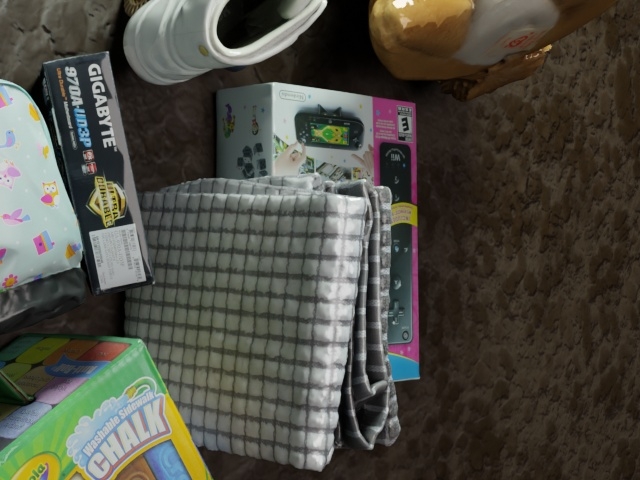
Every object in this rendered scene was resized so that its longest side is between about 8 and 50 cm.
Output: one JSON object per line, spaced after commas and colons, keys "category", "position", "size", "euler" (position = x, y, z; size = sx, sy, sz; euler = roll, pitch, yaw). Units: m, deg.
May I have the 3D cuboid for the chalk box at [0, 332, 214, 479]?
{"category": "chalk box", "position": [-0.219, 0.186, 0.903], "size": [0.179, 0.180, 0.289], "euler": [-39, 117, -38]}

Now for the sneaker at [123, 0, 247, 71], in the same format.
{"category": "sneaker", "position": [-0.073, -0.303, 1.116], "size": [0.153, 0.099, 0.282], "euler": [31, 74, -35]}

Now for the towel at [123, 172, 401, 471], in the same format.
{"category": "towel", "position": [-0.053, 0.064, 0.999], "size": [0.121, 0.284, 0.235], "euler": [8, 85, -46]}

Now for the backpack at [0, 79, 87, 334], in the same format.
{"category": "backpack", "position": [-0.240, -0.024, 0.784], "size": [0.152, 0.115, 0.182], "euler": [-22, 99, -47]}

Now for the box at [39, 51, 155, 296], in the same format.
{"category": "box", "position": [-0.186, -0.058, 0.921], "size": [0.051, 0.220, 0.175], "euler": [-12, 98, -13]}

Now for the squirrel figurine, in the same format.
{"category": "squirrel figurine", "position": [0.144, -0.368, 1.255], "size": [0.397, 0.281, 0.370], "euler": [48, 21, -76]}

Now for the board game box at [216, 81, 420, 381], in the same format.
{"category": "board game box", "position": [0.000, 0.000, 1.189], "size": [0.224, 0.097, 0.303], "euler": [0, 90, -45]}

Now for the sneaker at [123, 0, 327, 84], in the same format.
{"category": "sneaker", "position": [-0.024, -0.240, 0.995], "size": [0.292, 0.169, 0.108], "euler": [-48, 117, -23]}
